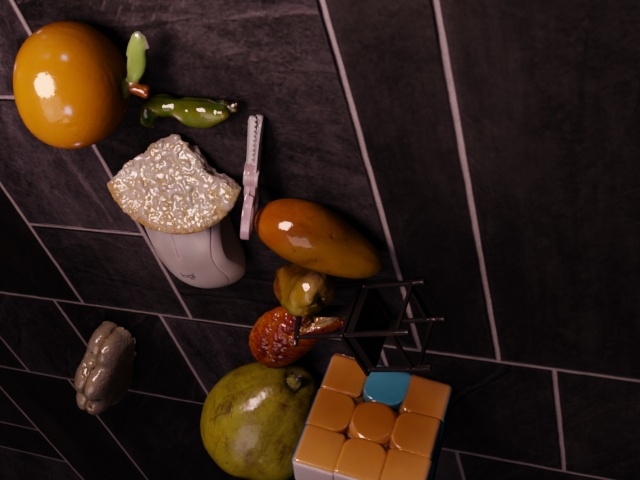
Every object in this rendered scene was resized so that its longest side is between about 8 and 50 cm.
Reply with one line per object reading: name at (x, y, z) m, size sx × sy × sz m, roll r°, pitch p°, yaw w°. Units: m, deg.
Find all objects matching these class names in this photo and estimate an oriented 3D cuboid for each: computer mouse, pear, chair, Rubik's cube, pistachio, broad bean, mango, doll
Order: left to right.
doll at (-0.386, -0.256, 1.409) m, size 0.236 × 0.213 × 0.213 m, roll 3°, pitch 139°, yaw 9°
broad bean at (-0.233, -0.225, 1.475) m, size 0.214 × 0.048 × 0.070 m, roll 2°, pitch 137°, yaw 28°
computer mouse at (-0.263, -0.005, 1.700) m, size 0.184 × 0.121 × 0.297 m, roll 8°, pitch 141°, yaw 23°
pear at (-0.133, 0.417, 2.023) m, size 0.287 × 0.287 × 0.375 m, roll 31°, pitch 128°, yaw -8°
pistachio at (-0.025, 0.095, 1.671) m, size 0.189 × 0.110 × 0.100 m, roll -176°, pitch 74°, yaw -68°
mango at (0.000, 0.000, 1.561) m, size 0.253 × 0.113 × 0.138 m, roll 24°, pitch 148°, yaw -6°
chair at (0.095, 0.174, 1.688) m, size 0.260 × 0.154 × 0.141 m, roll -6°, pitch 133°, yaw 32°
Rubik's cube at (0.120, 0.478, 1.923) m, size 0.291 × 0.291 × 0.290 m, roll 13°, pitch 141°, yaw 14°

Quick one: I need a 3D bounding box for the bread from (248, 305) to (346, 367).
bread at (-0.064, 0.204, 1.861) m, size 0.139 × 0.095 × 0.269 m, roll 33°, pitch 139°, yaw -23°

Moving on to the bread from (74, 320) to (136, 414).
bread at (-0.586, 0.363, 2.273) m, size 0.102 × 0.183 × 0.337 m, roll 28°, pitch 143°, yaw 9°

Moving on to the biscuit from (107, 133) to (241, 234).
biscuit at (-0.274, -0.105, 1.578) m, size 0.265 × 0.040 × 0.188 m, roll 9°, pitch 101°, yaw 13°

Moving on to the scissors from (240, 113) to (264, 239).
scissors at (-0.122, -0.117, 1.517) m, size 0.030 × 0.118 × 0.242 m, roll 9°, pitch 128°, yaw 0°
